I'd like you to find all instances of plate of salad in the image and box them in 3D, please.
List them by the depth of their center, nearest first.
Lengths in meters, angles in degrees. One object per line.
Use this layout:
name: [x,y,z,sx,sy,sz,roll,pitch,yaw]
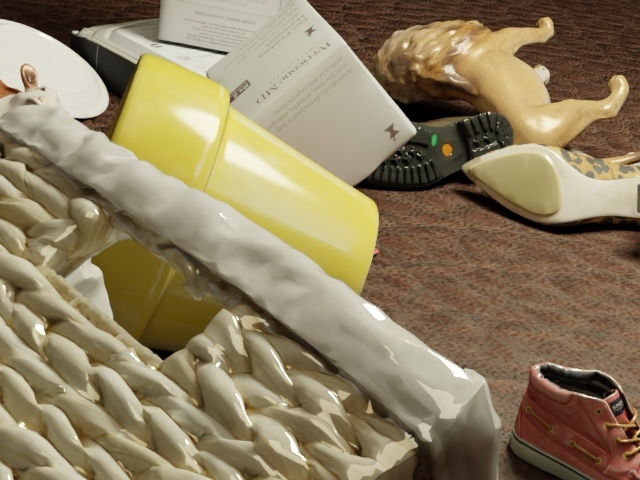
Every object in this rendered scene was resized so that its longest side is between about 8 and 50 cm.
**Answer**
plate of salad: [-0.364,-0.214,1.636,0.200,0.048,0.200,29,27,-17]

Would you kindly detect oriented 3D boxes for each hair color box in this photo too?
hair color box: [-0.098,-0.441,1.692,0.185,0.374,0.113,11,26,4]

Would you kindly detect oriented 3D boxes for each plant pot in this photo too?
plant pot: [-0.090,-0.002,1.115,0.239,0.254,0.254,21,23,-12]

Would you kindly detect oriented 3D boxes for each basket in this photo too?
basket: [-0.114,0.171,0.588,0.266,0.331,0.328,-33,44,-27]

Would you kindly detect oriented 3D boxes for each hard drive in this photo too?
hard drive: [-0.148,-0.223,1.736,0.237,0.064,0.339,-17,36,-42]

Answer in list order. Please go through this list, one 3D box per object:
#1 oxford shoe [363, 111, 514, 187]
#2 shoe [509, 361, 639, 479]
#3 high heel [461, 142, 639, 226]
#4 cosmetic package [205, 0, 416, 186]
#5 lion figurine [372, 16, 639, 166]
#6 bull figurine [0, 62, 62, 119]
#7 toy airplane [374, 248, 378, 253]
oxford shoe: [0.120,-0.109,1.591,0.227,0.082,0.096,-8,5,-25]
shoe: [0.241,0.163,1.036,0.178,0.081,0.063,22,29,26]
high heel: [0.316,-0.063,1.563,0.261,0.093,0.186,11,6,25]
cosmetic package: [-0.014,-0.159,1.478,0.151,0.151,0.183,48,5,-32]
lion figurine: [0.256,-0.184,1.702,0.240,0.142,0.392,-15,38,-27]
bull figurine: [-0.446,-0.168,1.478,0.310,0.101,0.188,26,32,31]
toy airplane: [0.000,0.000,1.358,0.151,0.028,0.151,8,26,-4]
